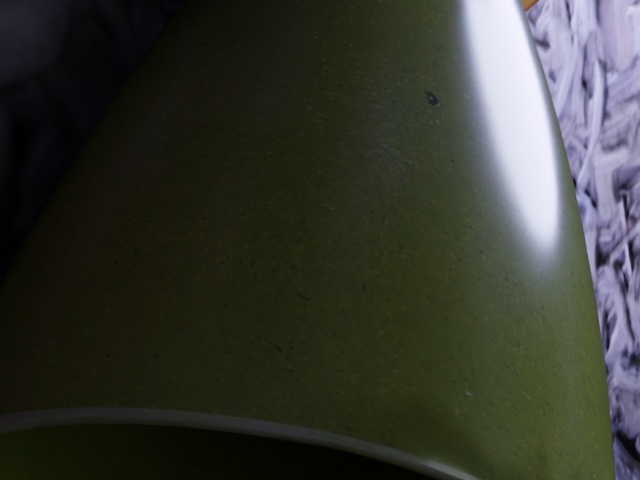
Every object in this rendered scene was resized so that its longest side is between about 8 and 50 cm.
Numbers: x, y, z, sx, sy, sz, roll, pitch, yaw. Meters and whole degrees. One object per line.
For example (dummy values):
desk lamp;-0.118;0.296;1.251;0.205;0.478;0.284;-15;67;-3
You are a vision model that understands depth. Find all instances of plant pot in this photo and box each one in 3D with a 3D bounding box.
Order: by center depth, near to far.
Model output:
plant pot;0.000;0.000;0.649;0.275;0.274;0.294;52;41;-50

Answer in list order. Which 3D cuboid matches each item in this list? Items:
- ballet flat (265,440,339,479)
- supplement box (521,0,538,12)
ballet flat;-0.034;0.161;0.761;0.280;0.096;0.095;-63;145;-22
supplement box;0.076;-0.237;0.820;0.080;0.078;0.233;-47;135;-39
